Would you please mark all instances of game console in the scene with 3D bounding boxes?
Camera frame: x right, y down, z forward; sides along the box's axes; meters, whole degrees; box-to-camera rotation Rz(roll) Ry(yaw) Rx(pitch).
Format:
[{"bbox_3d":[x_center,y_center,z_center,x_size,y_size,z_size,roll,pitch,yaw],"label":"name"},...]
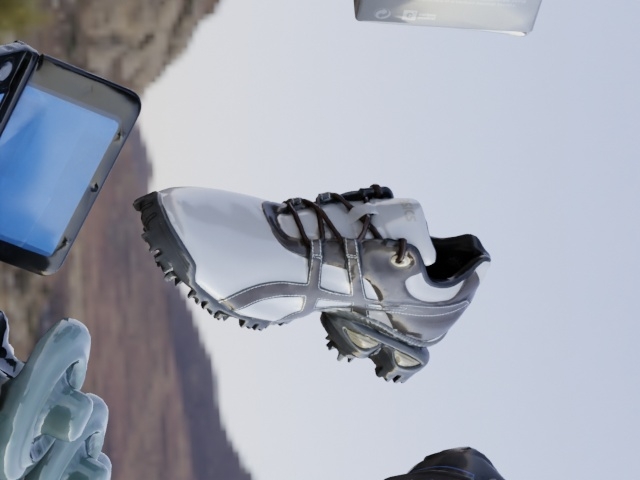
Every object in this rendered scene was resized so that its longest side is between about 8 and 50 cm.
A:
[{"bbox_3d":[-0.166,-0.036,0.952,0.122,0.071,0.107,-61,171,18],"label":"game console"}]

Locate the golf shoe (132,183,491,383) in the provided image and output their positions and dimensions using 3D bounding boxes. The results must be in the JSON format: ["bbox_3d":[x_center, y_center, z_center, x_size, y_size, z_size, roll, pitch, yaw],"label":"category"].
[{"bbox_3d":[0.000,0.000,0.878,0.094,0.198,0.077,-44,-132,26],"label":"golf shoe"}]

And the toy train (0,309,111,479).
[{"bbox_3d":[-0.192,0.132,0.833,0.190,0.142,0.334,-61,171,-24],"label":"toy train"}]

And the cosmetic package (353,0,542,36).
[{"bbox_3d":[0.075,-0.220,0.854,0.238,0.107,0.127,109,-17,-57],"label":"cosmetic package"}]

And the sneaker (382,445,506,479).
[{"bbox_3d":[0.014,0.093,0.515,0.058,0.152,0.085,-7,-121,43],"label":"sneaker"}]
